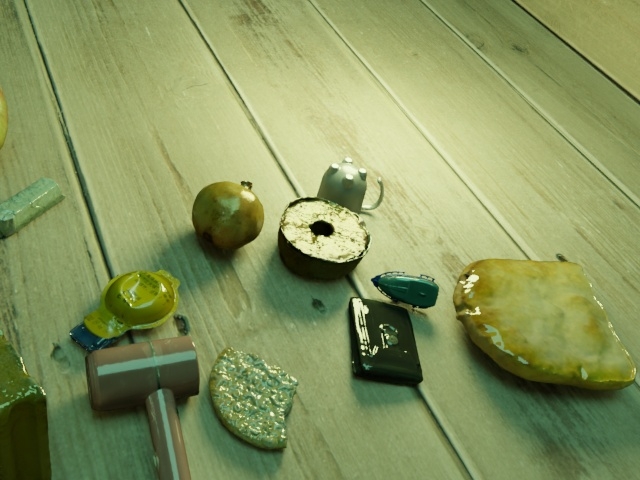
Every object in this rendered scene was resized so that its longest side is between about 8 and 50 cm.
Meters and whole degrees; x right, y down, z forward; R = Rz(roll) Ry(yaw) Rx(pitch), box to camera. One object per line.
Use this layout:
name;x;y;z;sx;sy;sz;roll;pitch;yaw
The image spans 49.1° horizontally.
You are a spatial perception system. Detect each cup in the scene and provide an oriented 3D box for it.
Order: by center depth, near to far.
cup;0.082;-0.141;1.979;0.174;0.142;0.134;29;43;14

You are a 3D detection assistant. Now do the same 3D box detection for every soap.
soap;-0.537;0.300;1.176;0.091;0.315;0.199;-27;58;-37

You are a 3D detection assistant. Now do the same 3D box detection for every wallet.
wallet;0.151;0.231;1.669;0.169;0.052;0.245;10;39;-12

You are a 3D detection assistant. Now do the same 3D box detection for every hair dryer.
hair dryer;-0.323;0.354;1.344;0.210;0.125;0.352;-6;53;-22

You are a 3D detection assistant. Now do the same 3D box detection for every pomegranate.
pomegranate;-0.231;-0.073;1.783;0.196;0.196;0.196;9;42;-8

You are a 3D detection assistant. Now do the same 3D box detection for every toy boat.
toy boat;0.214;0.119;1.797;0.175;0.091;0.110;13;8;2

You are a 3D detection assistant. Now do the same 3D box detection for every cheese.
cheese;-0.428;0.149;1.559;0.177;0.069;0.270;32;47;19

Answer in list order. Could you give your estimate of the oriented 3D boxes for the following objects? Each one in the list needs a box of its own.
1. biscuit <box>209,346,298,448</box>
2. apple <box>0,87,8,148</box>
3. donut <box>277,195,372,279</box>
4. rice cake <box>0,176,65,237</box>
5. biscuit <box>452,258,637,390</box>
biscuit;-0.136;0.327;1.477;0.188;0.040;0.265;-11;49;-27
apple;-0.962;-0.327;1.746;0.277;0.319;0.319;-10;40;14
donut;0.000;0.000;1.836;0.272;0.107;0.272;12;38;-10
rice cake;-0.723;-0.086;1.725;0.063;0.069;0.206;26;44;11
biscuit;0.549;0.205;1.778;0.446;0.104;0.429;4;42;-17
